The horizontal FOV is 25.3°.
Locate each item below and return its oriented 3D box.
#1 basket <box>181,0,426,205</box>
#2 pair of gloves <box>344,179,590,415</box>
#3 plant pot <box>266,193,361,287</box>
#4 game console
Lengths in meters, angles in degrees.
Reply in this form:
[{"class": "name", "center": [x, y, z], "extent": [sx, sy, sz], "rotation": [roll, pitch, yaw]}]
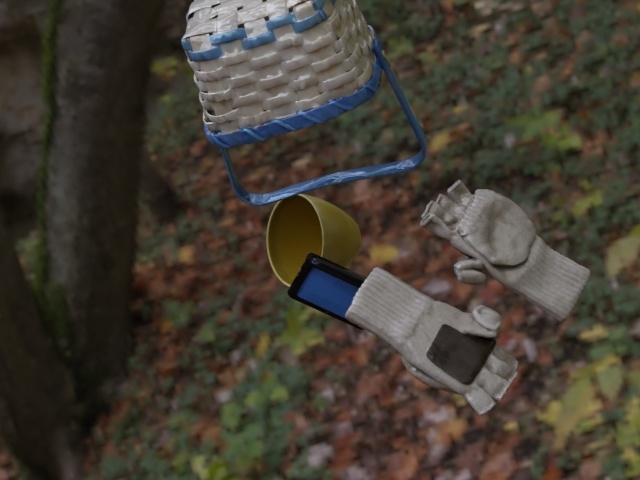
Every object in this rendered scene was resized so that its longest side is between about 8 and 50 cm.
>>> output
[{"class": "basket", "center": [-0.025, -0.184, 1.744], "extent": [0.255, 0.288, 0.201], "rotation": [-13, 30, 14]}, {"class": "pair of gloves", "center": [0.171, 0.055, 1.592], "extent": [0.240, 0.204, 0.042], "rotation": [-48, -5, -23]}, {"class": "plant pot", "center": [0.000, 0.000, 2.029], "extent": [0.095, 0.134, 0.134], "rotation": [-1, -5, -38]}, {"class": "game console", "center": [0.027, 0.072, 1.875], "extent": [0.122, 0.071, 0.107], "rotation": [24, 2, -8]}]
